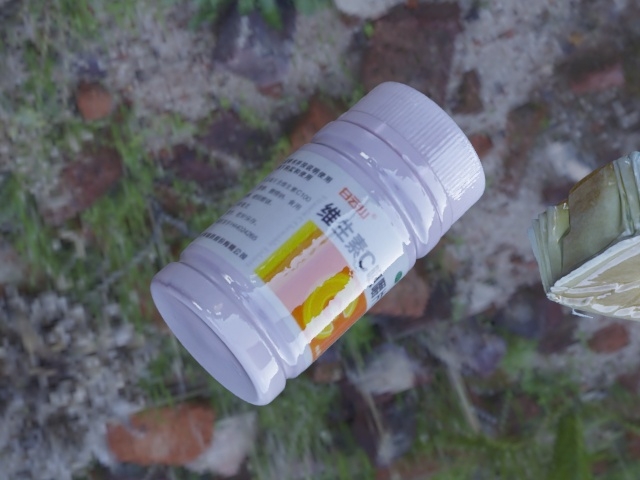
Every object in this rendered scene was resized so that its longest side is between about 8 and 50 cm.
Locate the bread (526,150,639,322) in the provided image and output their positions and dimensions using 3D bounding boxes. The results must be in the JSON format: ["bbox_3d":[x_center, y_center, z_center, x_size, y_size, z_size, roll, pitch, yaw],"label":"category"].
[{"bbox_3d":[0.333,-0.008,1.451,0.192,0.109,0.210,10,152,-23],"label":"bread"}]

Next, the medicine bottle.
[{"bbox_3d":[0.000,0.000,1.124,0.250,0.133,0.133,-42,150,-20],"label":"medicine bottle"}]
